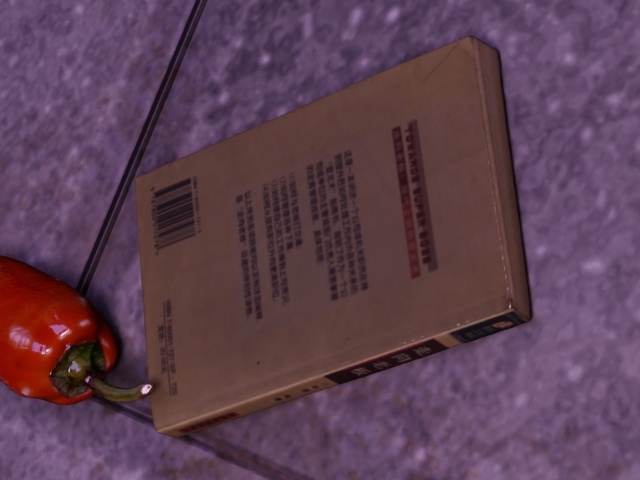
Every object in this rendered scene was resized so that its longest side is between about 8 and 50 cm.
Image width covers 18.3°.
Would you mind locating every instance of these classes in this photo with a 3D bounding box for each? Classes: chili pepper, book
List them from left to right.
[{"bbox_3d":[-0.184,0.046,1.158,0.272,0.063,0.071,20,62,46],"label":"chili pepper"},{"bbox_3d":[0.000,0.000,1.059,0.231,0.026,0.161,-21,62,30],"label":"book"}]
